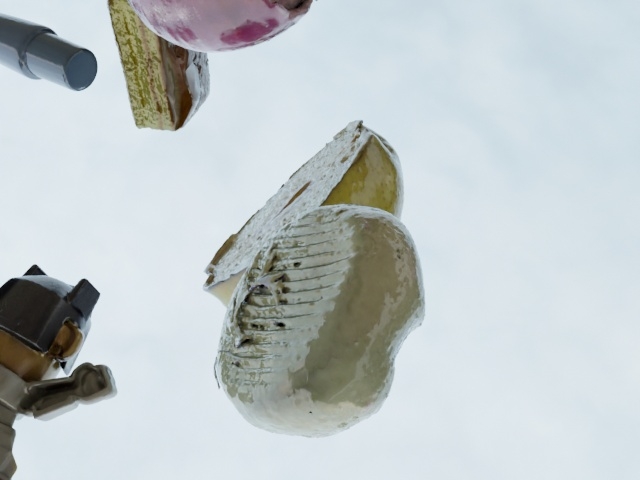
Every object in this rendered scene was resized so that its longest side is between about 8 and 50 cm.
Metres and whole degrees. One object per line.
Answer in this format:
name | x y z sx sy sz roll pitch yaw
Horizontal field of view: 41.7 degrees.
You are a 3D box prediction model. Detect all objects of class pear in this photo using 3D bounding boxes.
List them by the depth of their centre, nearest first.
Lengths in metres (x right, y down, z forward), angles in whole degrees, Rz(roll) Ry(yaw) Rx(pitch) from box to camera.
pear | 0.000 0.000 1.407 0.191 0.386 0.340 44 -169 -14

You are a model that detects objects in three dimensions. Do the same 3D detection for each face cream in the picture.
face cream | -0.521 -0.331 1.363 0.385 0.086 0.135 24 -166 25

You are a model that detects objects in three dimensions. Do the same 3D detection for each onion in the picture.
onion | -0.098 -0.269 0.750 0.200 0.200 0.207 -13 -85 -30

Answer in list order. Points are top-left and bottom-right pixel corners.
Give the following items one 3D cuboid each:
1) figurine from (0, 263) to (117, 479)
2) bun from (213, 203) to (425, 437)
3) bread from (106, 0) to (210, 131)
figurine | -0.405 0.160 1.100 0.308 0.143 0.308 2 -115 -5
bun | 0.005 0.090 0.922 0.168 0.273 0.273 28 -137 -31
bread | -0.255 -0.321 1.382 0.110 0.234 0.184 -1 -149 14
